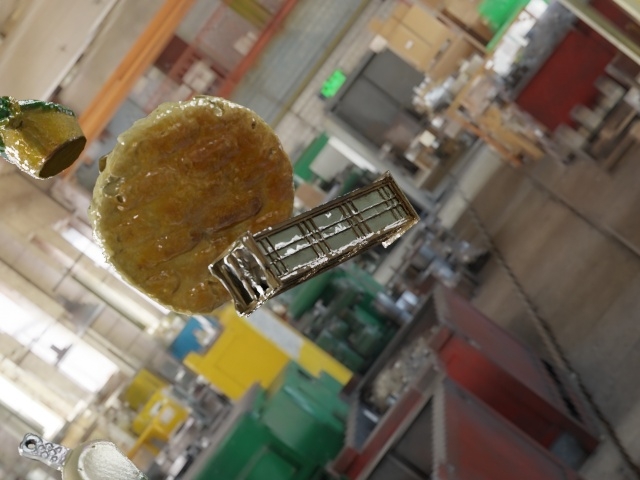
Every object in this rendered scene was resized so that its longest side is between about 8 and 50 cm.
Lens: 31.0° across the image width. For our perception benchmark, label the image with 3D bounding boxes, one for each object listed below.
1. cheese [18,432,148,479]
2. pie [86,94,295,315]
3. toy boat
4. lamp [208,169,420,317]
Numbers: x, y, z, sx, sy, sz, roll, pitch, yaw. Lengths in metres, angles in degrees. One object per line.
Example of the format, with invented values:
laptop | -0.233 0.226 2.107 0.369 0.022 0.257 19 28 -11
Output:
cheese | -0.302 0.291 1.492 0.092 0.171 0.047 -41 -18 -48
pie | -0.185 -0.055 1.716 0.339 0.339 0.083 -53 33 -2
toy boat | -0.314 -0.121 1.265 0.089 0.088 0.229 -44 2 0
lamp | 0.000 0.000 1.557 0.325 0.089 0.090 -26 -10 -46
